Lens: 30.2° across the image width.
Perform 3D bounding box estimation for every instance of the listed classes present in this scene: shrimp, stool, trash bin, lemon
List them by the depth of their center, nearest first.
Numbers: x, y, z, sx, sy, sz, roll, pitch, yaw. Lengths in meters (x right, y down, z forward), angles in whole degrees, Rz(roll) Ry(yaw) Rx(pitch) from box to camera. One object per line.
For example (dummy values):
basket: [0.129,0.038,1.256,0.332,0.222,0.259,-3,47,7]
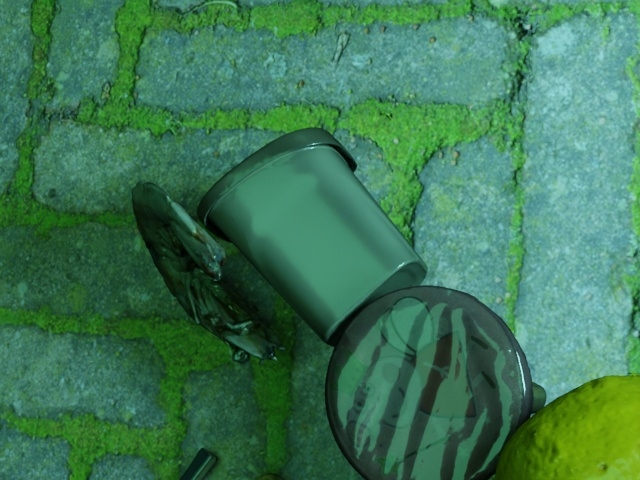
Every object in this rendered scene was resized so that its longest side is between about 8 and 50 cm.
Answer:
lemon: [0.342,0.281,1.365,0.319,0.245,0.245,-32,72,10]
stool: [0.155,0.202,1.566,0.272,0.178,0.272,-3,80,20]
trash bin: [0.000,0.000,1.636,0.219,0.220,0.250,-42,72,5]
shrimp: [-0.169,0.045,1.683,0.085,0.247,0.360,-33,57,-18]

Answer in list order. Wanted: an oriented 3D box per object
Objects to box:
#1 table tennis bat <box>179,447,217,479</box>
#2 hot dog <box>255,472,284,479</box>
table tennis bat: [-0.241,0.424,1.736,0.274,0.021,0.154,-55,41,-5]
hot dog: [-0.154,0.435,1.706,0.286,0.061,0.088,-34,50,15]
